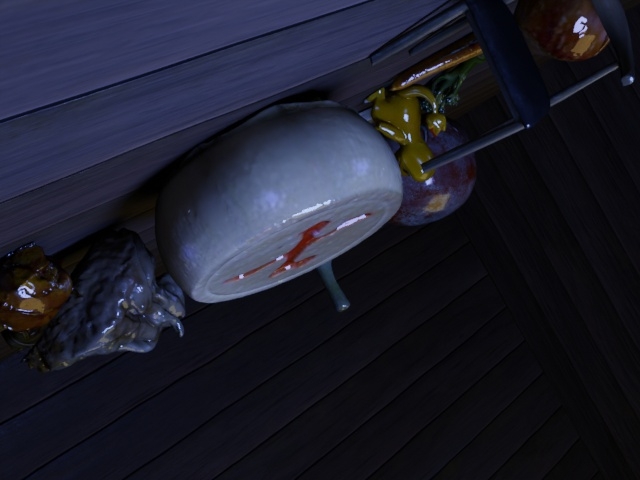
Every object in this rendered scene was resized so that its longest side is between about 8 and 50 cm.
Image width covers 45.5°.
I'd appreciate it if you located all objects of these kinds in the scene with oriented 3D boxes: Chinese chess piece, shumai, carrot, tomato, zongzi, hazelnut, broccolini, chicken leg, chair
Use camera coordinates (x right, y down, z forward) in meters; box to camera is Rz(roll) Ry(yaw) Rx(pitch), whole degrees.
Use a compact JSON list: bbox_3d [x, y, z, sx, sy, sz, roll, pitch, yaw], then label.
[{"bbox_3d":[-0.055,-0.043,1.019,0.338,0.141,0.338,-24,165,-7],"label":"Chinese chess piece"},{"bbox_3d":[-0.290,0.114,1.122,0.184,0.185,0.218,-32,-148,49],"label":"shumai"},{"bbox_3d":[0.193,-0.290,1.226,0.190,0.037,0.037,-26,180,-2],"label":"carrot"},{"bbox_3d":[0.236,-0.185,1.924,0.316,0.283,0.317,-13,-164,4],"label":"tomato"},{"bbox_3d":[-0.504,0.134,1.448,0.187,0.084,0.184,-34,-177,-31],"label":"zongzi"},{"bbox_3d":[0.337,-0.317,1.037,0.143,0.143,0.154,-29,-166,27],"label":"hazelnut"},{"bbox_3d":[0.279,-0.312,1.456,0.078,0.074,0.392,-37,-177,-11],"label":"broccolini"},{"bbox_3d":[-0.384,0.066,1.029,0.113,0.093,0.304,-43,-172,-12],"label":"chicken leg"},{"bbox_3d":[0.227,-0.222,0.937,0.272,0.188,0.166,-25,-176,31],"label":"chair"}]

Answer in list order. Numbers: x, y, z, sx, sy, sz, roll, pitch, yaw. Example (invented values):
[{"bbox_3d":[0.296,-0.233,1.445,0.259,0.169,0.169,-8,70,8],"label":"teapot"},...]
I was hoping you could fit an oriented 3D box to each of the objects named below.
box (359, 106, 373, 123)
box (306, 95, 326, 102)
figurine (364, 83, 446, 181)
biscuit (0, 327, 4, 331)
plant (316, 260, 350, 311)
[{"bbox_3d":[0.045,-0.210,1.436,0.167,0.024,0.090,-29,180,-37],"label":"box"},{"bbox_3d":[-0.034,-0.155,1.156,0.153,0.041,0.279,-30,180,12],"label":"box"},{"bbox_3d":[0.162,-0.185,1.292,0.122,0.176,0.121,-5,-160,44],"label":"figurine"},{"bbox_3d":[-0.588,0.159,1.193,0.317,0.040,0.318,-27,-179,1],"label":"biscuit"},{"bbox_3d":[-0.023,-0.018,1.452,0.305,0.297,0.261,-7,-179,-28],"label":"plant"}]
